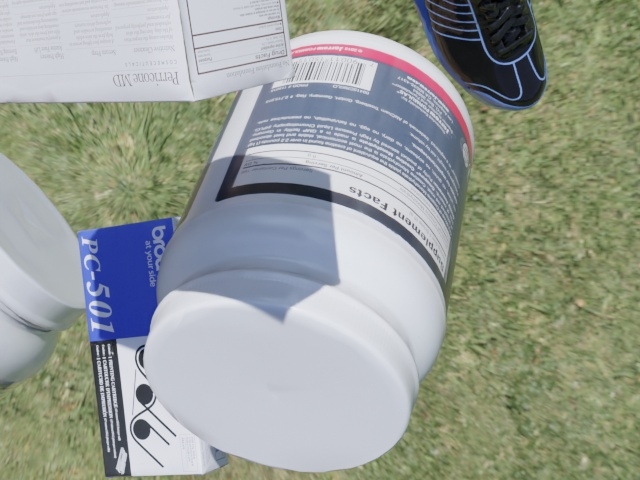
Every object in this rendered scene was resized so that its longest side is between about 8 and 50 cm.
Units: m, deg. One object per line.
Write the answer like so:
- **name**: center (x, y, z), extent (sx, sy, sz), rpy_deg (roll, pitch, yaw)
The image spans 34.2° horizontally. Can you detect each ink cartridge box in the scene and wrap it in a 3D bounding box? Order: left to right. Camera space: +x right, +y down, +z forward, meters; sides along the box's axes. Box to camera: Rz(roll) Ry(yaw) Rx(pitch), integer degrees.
- **ink cartridge box**: center (-0.139, 0.089, 0.861), extent (0.097, 0.046, 0.207), rpy_deg (-7, 88, 24)

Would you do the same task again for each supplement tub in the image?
- **supplement tub**: center (-0.394, 0.077, 0.958), extent (0.325, 0.235, 0.235), rpy_deg (-36, 98, 6)
- **supplement tub**: center (0.000, 0.000, 0.723), extent (0.191, 0.191, 0.272), rpy_deg (27, 46, -10)

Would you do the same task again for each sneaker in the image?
- **sneaker**: center (0.122, -0.192, 0.806), extent (0.081, 0.090, 0.232), rpy_deg (-42, 115, -9)

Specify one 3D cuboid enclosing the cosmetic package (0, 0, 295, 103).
- **cosmetic package**: center (-0.119, -0.110, 0.449), extent (0.060, 0.239, 0.099), rpy_deg (-20, 110, -45)
